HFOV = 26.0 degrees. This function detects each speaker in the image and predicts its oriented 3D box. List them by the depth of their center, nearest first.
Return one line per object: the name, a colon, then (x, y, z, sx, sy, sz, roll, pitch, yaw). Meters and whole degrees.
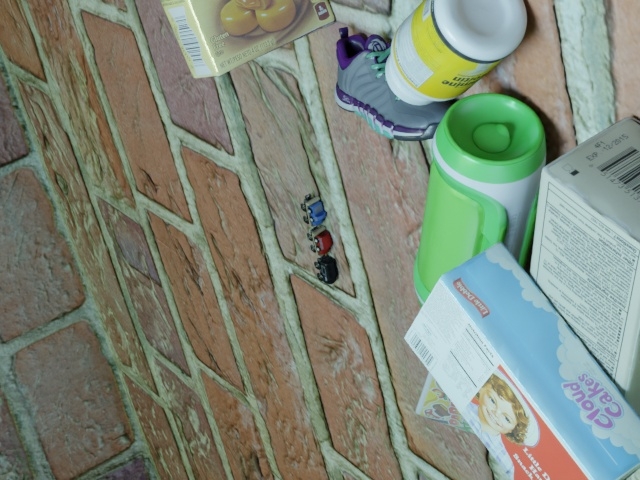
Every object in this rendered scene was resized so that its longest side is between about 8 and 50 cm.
speaker: (0.177, -0.026, 1.571, 0.131, 0.131, 0.296, 47, 152, 29)

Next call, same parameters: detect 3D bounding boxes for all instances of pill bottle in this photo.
pill bottle: (0.136, -0.209, 1.475, 0.103, 0.103, 0.184, 59, 156, 3)

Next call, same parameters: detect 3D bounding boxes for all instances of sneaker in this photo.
sneaker: (0.079, -0.187, 1.643, 0.223, 0.083, 0.098, 29, 136, 51)

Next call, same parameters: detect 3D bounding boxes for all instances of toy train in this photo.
toy train: (0.000, 0.000, 2.067, 0.036, 0.027, 0.158, 28, 141, 45)

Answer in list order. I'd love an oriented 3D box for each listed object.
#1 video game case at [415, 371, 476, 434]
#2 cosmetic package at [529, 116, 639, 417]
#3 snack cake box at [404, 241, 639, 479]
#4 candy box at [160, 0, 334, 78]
video game case: (0.231, 0.185, 1.680, 0.206, 0.026, 0.227, 19, 146, 6)
cosmetic package: (0.303, 0.045, 1.395, 0.153, 0.129, 0.296, 42, 150, 33)
snack cake box: (0.211, 0.152, 1.423, 0.264, 0.089, 0.152, 54, 153, 16)
candy box: (-0.127, -0.379, 1.707, 0.087, 0.183, 0.316, 8, 124, 60)
